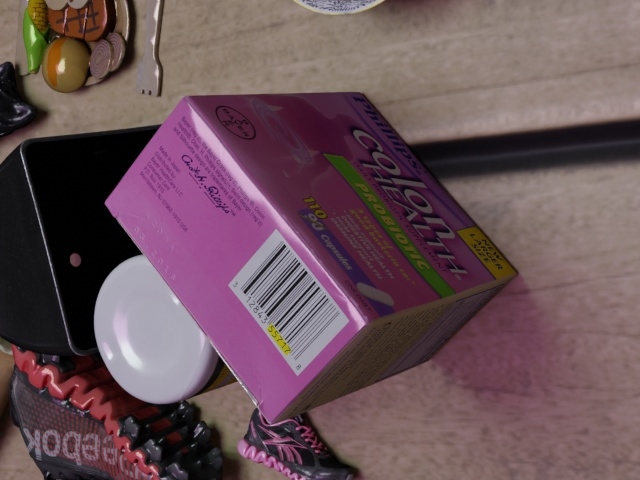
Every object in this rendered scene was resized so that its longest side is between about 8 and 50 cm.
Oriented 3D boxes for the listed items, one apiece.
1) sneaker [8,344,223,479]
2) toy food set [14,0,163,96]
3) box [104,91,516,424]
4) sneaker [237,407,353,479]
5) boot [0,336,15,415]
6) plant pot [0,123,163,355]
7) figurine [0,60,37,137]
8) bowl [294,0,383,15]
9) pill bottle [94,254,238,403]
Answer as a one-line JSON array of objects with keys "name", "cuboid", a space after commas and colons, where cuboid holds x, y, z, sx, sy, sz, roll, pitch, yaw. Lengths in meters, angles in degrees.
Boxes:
[{"name": "sneaker", "cuboid": [-0.208, 0.194, 1.190, 0.276, 0.097, 0.135, 32, 112, 27]}, {"name": "toy food set", "cuboid": [-0.238, -0.209, 1.191, 0.192, 0.038, 0.132, 12, 102, 31]}, {"name": "box", "cuboid": [0.000, 0.000, 0.945, 0.213, 0.243, 0.117, 51, 119, 17]}, {"name": "sneaker", "cuboid": [-0.020, 0.184, 1.105, 0.119, 0.047, 0.057, 18, 94, 28]}, {"name": "boot", "cuboid": [-0.370, 0.219, 1.304, 0.236, 0.089, 0.269, 37, 113, 23]}, {"name": "plant pot", "cuboid": [-0.218, 0.008, 1.132, 0.167, 0.187, 0.188, -15, 88, 45]}, {"name": "figurine", "cuboid": [-0.408, -0.161, 1.286, 0.209, 0.092, 0.215, -33, 77, 24]}, {"name": "bowl", "cuboid": [0.036, -0.265, 0.985, 0.170, 0.080, 0.170, 4, 98, 32]}, {"name": "pill bottle", "cuboid": [-0.078, 0.059, 1.023, 0.119, 0.208, 0.119, 4, 98, 32]}]
